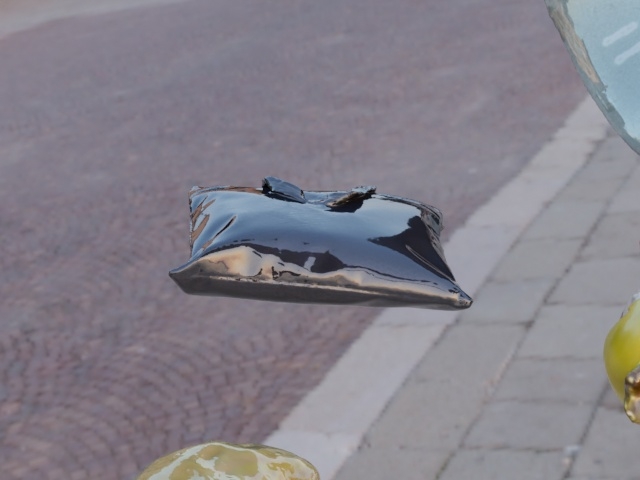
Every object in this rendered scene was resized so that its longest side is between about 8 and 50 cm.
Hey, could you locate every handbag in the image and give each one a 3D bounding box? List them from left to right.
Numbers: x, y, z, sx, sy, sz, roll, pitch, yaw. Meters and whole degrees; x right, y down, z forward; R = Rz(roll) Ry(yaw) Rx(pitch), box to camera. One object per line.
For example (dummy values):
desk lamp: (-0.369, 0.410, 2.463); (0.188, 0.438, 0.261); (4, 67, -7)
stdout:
handbag: (0.000, 0.000, 1.122); (0.254, 0.088, 0.211); (5, 22, -3)

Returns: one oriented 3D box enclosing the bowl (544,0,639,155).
bowl: (0.352, -0.311, 1.276); (0.196, 0.434, 0.435); (-25, 18, 1)

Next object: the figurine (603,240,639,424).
figurine: (0.270, 0.045, 0.910); (0.234, 0.185, 0.127); (-14, -2, -43)

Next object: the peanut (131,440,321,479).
peanut: (-0.086, 0.158, 0.446); (0.229, 0.098, 0.103); (-37, 53, -14)
